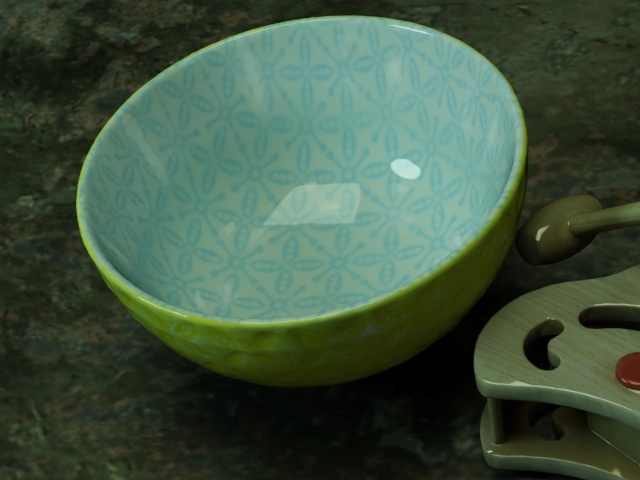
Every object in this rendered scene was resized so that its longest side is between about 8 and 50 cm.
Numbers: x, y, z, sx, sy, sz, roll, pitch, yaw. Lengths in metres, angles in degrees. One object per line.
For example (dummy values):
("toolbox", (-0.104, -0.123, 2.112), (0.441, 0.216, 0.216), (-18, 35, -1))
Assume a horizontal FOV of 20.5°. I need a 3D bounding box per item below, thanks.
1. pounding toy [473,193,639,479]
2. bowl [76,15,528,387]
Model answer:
("pounding toy", (0.176, 0.068, 1.037), (0.154, 0.155, 0.269), (-27, 44, -19))
("bowl", (0.000, 0.000, 1.156), (0.289, 0.156, 0.289), (-8, 44, 8))
